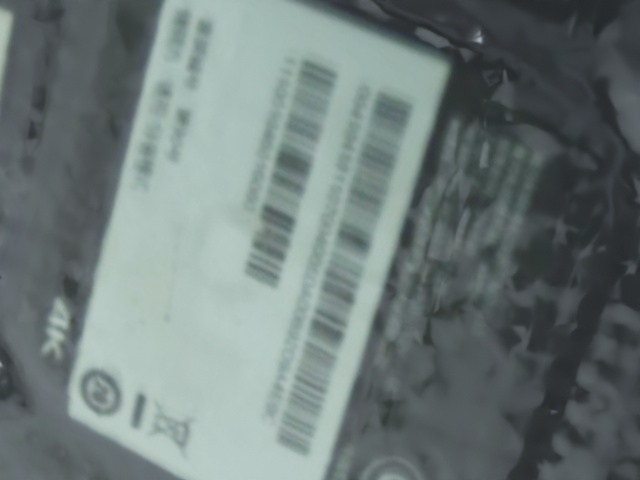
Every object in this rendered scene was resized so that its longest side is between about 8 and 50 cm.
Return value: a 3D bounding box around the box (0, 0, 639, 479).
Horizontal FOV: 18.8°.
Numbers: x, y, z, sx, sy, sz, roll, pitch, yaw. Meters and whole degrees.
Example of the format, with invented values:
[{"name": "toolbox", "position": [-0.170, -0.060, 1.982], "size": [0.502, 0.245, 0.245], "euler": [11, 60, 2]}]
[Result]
[{"name": "box", "position": [0.000, 0.000, 0.620], "size": [0.350, 0.359, 0.091], "euler": [25, 24, 19]}]
